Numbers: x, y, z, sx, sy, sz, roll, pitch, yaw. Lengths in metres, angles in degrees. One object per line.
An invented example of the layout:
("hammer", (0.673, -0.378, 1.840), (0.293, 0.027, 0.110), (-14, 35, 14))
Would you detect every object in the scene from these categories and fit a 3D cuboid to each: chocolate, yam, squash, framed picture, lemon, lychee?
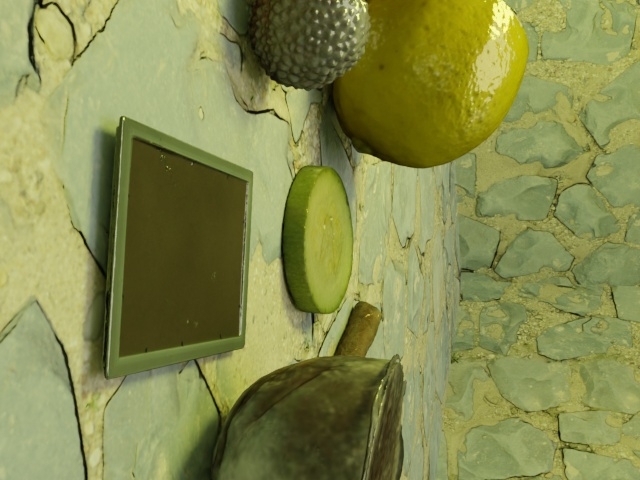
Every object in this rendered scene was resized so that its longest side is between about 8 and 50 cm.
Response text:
("chocolate", (-0.022, 0.269, 0.755), (0.303, 0.213, 0.303), (5, 90, -74))
("yam", (0.062, 0.224, 1.270), (0.299, 0.066, 0.066), (-59, 145, -56))
("squash", (0.000, 0.000, 1.083), (0.252, 0.049, 0.251), (1, 90, -72))
("framed picture", (-0.142, 0.014, 0.690), (0.296, 0.019, 0.232), (16, 76, -72))
("lemon", (0.181, -0.292, 1.195), (0.364, 0.365, 0.363), (1, 90, -72))
("lychee", (-0.007, -0.294, 0.855), (0.197, 0.165, 0.165), (-49, 150, -12))
